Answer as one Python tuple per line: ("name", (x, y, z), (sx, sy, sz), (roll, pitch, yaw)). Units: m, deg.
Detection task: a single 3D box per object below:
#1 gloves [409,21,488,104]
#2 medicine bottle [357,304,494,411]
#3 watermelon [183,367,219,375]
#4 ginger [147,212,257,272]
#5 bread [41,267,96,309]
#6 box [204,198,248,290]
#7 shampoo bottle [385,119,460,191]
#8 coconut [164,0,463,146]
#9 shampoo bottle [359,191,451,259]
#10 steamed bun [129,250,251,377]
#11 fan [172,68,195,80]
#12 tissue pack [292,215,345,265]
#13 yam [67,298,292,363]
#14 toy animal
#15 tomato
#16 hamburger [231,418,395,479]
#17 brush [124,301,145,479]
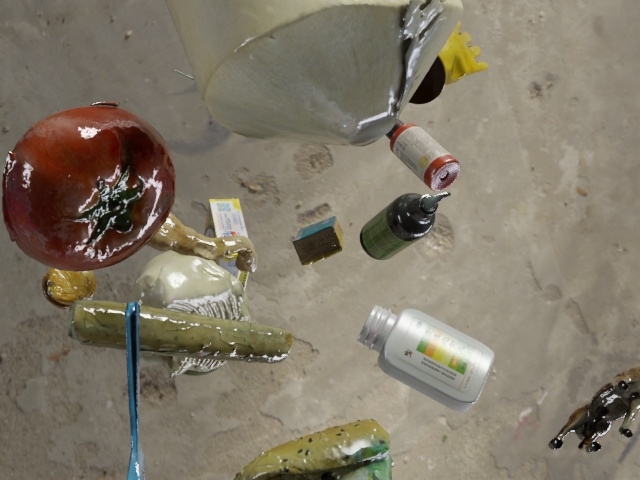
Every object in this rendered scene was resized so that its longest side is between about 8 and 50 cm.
("gloves", (0.259, -0.376, 1.238), (0.294, 0.116, 0.133), (-40, 102, -45))
("medicine bottle", (0.258, 0.283, 1.525), (0.324, 0.124, 0.179), (27, 59, 12))
("watermelon", (-0.364, 0.278, 1.787), (0.243, 0.242, 0.242), (-6, 104, -22))
("ginger", (-0.222, -0.007, 1.007), (0.288, 0.089, 0.075), (19, 120, -36))
("bread", (-0.407, 0.071, 0.981), (0.081, 0.046, 0.083), (45, 67, -4))
("box", (-0.288, 0.014, 1.855), (0.097, 0.265, 0.168), (0, 134, -20))
("shampoo bottle", (0.266, -0.255, 1.681), (0.104, 0.278, 0.104), (-21, 139, -19))
("coconut", (-0.012, -0.243, 0.655), (0.323, 0.323, 0.322), (-6, 104, -22))
("shampoo bottle", (0.178, -0.039, 1.291), (0.101, 0.284, 0.101), (5, 72, -16))
("steamed bun", (-0.303, 0.144, 1.362), (0.275, 0.206, 0.319), (-20, 139, -29))
("fan", (-0.327, -0.439, 1.679), (0.175, 0.113, 0.005), (21, 114, -23))
("tissue pack", (0.000, 0.000, 1.597), (0.120, 0.169, 0.082), (-22, 99, 8))
("yam", (-0.217, 0.154, 0.987), (0.372, 0.083, 0.083), (12, 97, -30))
("toy animal", (0.459, 0.220, 0.895), (0.260, 0.243, 0.087), (-9, 63, -51))
("tomato", (-0.266, -0.052, 0.736), (0.225, 0.085, 0.224), (-37, 145, -33))
("hamburger", (0.005, 0.388, 0.944), (0.288, 0.192, 0.167), (-9, 66, -30))
("brush", (-0.129, 0.124, 0.422), (0.014, 0.051, 0.164), (-2, 94, -15))
